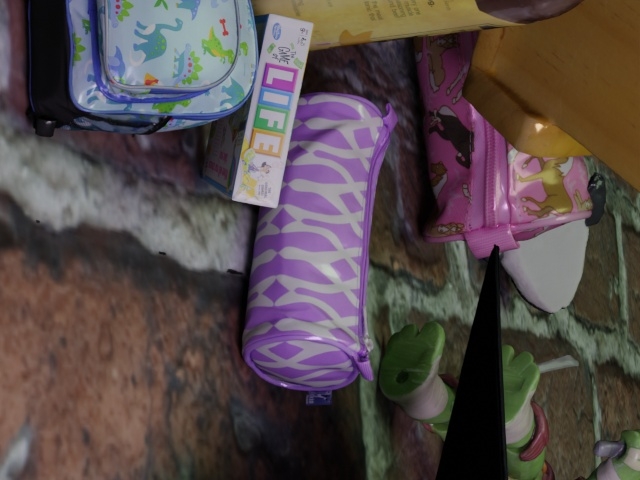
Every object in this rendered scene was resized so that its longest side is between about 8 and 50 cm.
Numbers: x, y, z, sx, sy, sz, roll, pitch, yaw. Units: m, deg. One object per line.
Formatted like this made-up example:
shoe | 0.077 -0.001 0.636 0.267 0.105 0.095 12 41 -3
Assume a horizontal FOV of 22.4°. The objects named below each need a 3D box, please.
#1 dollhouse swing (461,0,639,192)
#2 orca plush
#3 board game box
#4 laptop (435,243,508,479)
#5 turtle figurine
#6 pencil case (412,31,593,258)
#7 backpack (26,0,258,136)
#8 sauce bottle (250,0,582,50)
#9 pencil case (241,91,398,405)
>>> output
dollhouse swing | 0.306 -0.202 1.148 0.315 0.305 0.347 -6 121 -43
orca plush | 0.183 -0.064 1.611 0.151 0.102 0.287 -40 123 -10
board game box | -0.040 -0.078 0.947 0.154 0.026 0.103 -147 -111 -77
laptop | 0.176 0.290 1.064 0.408 0.236 0.382 40 27 -18
turtle figurine | 0.180 0.142 1.363 0.266 0.274 0.198 51 4 -47
pencil case | 0.142 -0.184 1.397 0.167 0.160 0.386 -11 97 -35
backpack | -0.087 -0.107 0.844 0.114 0.084 0.105 1 83 -38
sauce bottle | 0.091 -0.183 1.012 0.111 0.344 0.111 -3 90 -67
pencil case | 0.000 0.000 1.084 0.086 0.088 0.206 53 37 -56
